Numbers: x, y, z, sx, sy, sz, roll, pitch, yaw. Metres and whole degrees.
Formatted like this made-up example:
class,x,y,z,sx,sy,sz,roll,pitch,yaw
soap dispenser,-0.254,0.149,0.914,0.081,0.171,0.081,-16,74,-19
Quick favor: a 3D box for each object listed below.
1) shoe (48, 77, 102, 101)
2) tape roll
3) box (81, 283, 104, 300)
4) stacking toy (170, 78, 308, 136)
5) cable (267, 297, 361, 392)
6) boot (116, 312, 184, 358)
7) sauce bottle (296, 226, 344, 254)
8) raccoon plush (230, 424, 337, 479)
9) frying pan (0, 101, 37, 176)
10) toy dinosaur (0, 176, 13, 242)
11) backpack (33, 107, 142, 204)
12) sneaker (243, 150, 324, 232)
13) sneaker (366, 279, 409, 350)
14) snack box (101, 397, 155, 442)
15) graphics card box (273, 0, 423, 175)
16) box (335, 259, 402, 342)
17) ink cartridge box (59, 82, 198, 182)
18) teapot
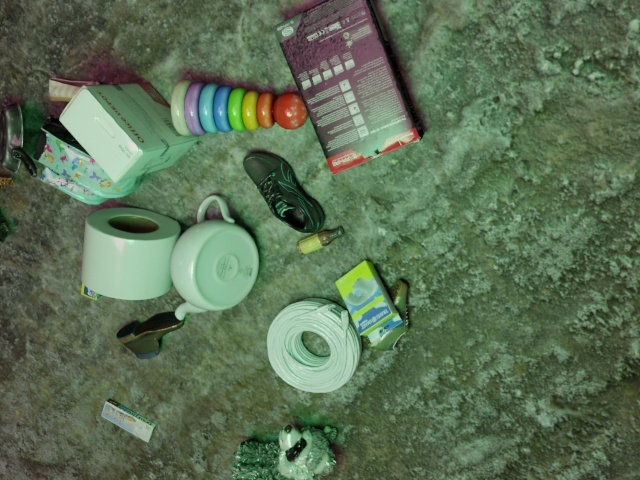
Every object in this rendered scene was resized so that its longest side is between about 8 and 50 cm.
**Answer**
class,x,y,z,sx,sy,sz,roll,pitch,yaw
shoe,-0.637,-0.400,1.639,0.218,0.076,0.058,7,112,17
tape roll,-0.505,0.030,1.634,0.246,0.246,0.169,17,109,12
box,-0.595,0.107,1.723,0.054,0.169,0.059,20,111,11
stacking toy,-0.191,-0.320,1.510,0.330,0.141,0.141,4,107,9
cable,-0.017,0.279,1.638,0.256,0.089,0.257,-6,106,21
boot,-0.479,0.282,1.804,0.219,0.082,0.106,-14,123,16
sauce bottle,0.000,0.000,1.579,0.128,0.042,0.042,-20,99,23
raccoon plush,-0.062,0.697,1.770,0.298,0.216,0.447,-14,131,6
frying pan,-0.837,-0.236,1.672,0.197,0.053,0.326,-53,50,39
toy dinosaur,-1.036,-0.103,1.817,0.321,0.164,0.219,-29,79,43
backpack,-0.588,-0.208,1.603,0.253,0.225,0.191,21,114,-1
sneaker,-0.098,-0.122,1.541,0.267,0.106,0.101,44,114,3
sneaker,0.194,0.199,1.573,0.086,0.064,0.192,23,100,-17
snack box,-0.609,0.569,1.940,0.178,0.022,0.064,26,112,8
graphics card box,0.067,-0.368,1.425,0.232,0.094,0.371,-20,100,21
box,0.119,0.154,1.544,0.109,0.042,0.178,-38,62,24
ink cartridge box,-0.463,-0.275,1.510,0.117,0.283,0.207,-41,91,23
teapot,-0.298,0.052,1.606,0.187,0.256,0.253,12,134,44
